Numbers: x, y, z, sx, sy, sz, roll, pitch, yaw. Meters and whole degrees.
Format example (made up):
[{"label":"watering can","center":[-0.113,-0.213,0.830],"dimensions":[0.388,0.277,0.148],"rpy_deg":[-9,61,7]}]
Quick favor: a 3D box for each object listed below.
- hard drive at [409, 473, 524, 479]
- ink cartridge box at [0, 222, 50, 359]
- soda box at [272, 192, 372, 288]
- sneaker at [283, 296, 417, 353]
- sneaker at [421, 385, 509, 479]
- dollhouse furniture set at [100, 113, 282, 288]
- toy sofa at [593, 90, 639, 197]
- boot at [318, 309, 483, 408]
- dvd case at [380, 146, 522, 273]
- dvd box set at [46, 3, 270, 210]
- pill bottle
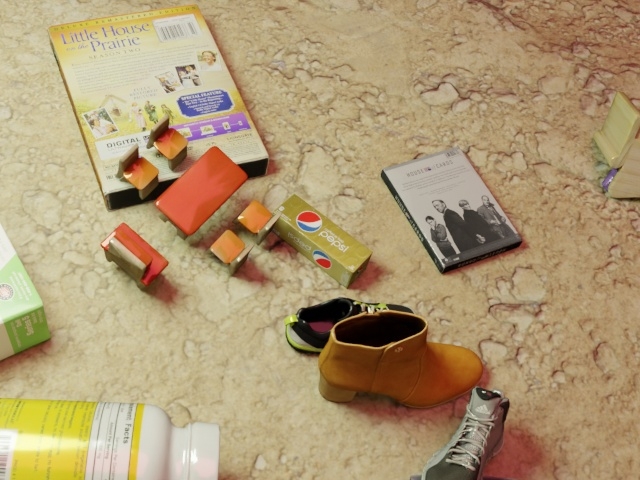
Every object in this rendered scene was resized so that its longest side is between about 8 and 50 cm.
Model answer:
[{"label":"hard drive","center":[0.251,0.436,1.205],"dimensions":[0.255,0.054,0.171],"rpy_deg":[7,56,-6]},{"label":"ink cartridge box","center":[-0.574,0.103,1.224],"dimensions":[0.273,0.114,0.198],"rpy_deg":[-25,65,-25]},{"label":"soda box","center":[0.000,0.000,1.445],"dimensions":[0.181,0.058,0.061],"rpy_deg":[37,57,13]},{"label":"sneaker","center":[0.056,0.137,1.340],"dimensions":[0.235,0.097,0.084],"rpy_deg":[-6,58,-15]},{"label":"sneaker","center":[0.218,0.285,1.210],"dimensions":[0.086,0.132,0.229],"rpy_deg":[19,27,22]},{"label":"dollhouse furniture set","center":[-0.229,-0.046,1.346],"dimensions":[0.262,0.135,0.259],"rpy_deg":[41,68,-1]},{"label":"toy sofa","center":[0.749,-0.164,1.675],"dimensions":[0.363,0.177,0.150],"rpy_deg":[12,30,-3]},{"label":"boot","center":[0.143,0.176,1.262],"dimensions":[0.295,0.211,0.104],"rpy_deg":[-4,58,-14]},{"label":"dvd case","center":[0.245,-0.063,1.556],"dimensions":[0.179,0.029,0.238],"rpy_deg":[-17,61,-21]},{"label":"dvd box set","center":[-0.313,-0.267,1.560],"dimensions":[0.308,0.062,0.420],"rpy_deg":[-16,61,-21]},{"label":"pill bottle","center":[-0.306,0.309,1.096],"dimensions":[0.334,0.188,0.187],"rpy_deg":[5,56,-9]}]
